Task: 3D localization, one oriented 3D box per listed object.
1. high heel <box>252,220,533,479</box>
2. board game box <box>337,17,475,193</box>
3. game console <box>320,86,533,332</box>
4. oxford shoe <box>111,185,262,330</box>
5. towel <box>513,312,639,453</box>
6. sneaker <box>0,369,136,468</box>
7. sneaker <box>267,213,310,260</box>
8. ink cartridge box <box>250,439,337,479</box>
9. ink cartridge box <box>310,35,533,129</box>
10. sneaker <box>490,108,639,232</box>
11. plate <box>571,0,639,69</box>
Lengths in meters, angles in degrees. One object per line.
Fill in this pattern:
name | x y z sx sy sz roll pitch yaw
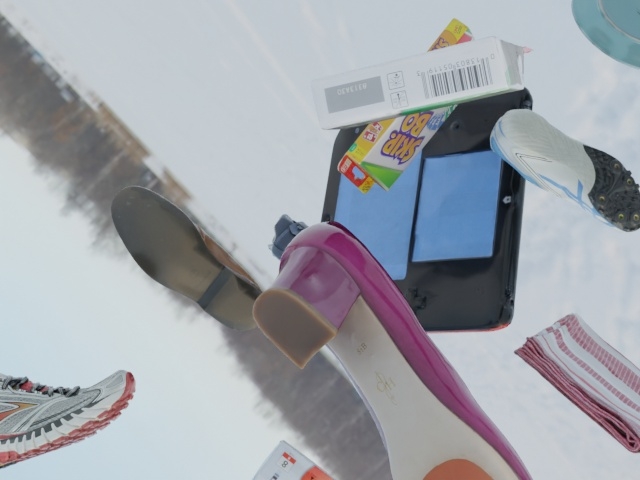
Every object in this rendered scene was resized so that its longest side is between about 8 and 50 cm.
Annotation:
high heel | 0.105 0.136 1.010 0.377 0.127 0.181 49 -147 -6
board game box | 0.131 -0.177 1.457 0.039 0.259 0.124 42 -177 27
game console | 0.147 -0.041 1.576 0.342 0.387 0.060 -8 154 38
oxford shoe | -0.149 0.015 1.150 0.212 0.076 0.076 46 -173 -23
towel | 0.459 0.219 1.695 0.237 0.037 0.329 42 -159 18
sneaker | -0.286 0.163 0.992 0.088 0.225 0.093 76 176 -81
sneaker | 0.000 -0.001 2.064 0.163 0.086 0.226 35 -144 27
ink cartridge box | -0.056 0.421 1.603 0.145 0.179 0.045 37 163 -1
ink cartridge box | 0.113 -0.151 1.031 0.224 0.181 0.056 -13 -88 -69
sneaker | 0.335 -0.091 1.410 0.237 0.085 0.086 37 161 7
plate | 0.426 -0.295 1.385 0.188 0.188 0.024 45 145 21
